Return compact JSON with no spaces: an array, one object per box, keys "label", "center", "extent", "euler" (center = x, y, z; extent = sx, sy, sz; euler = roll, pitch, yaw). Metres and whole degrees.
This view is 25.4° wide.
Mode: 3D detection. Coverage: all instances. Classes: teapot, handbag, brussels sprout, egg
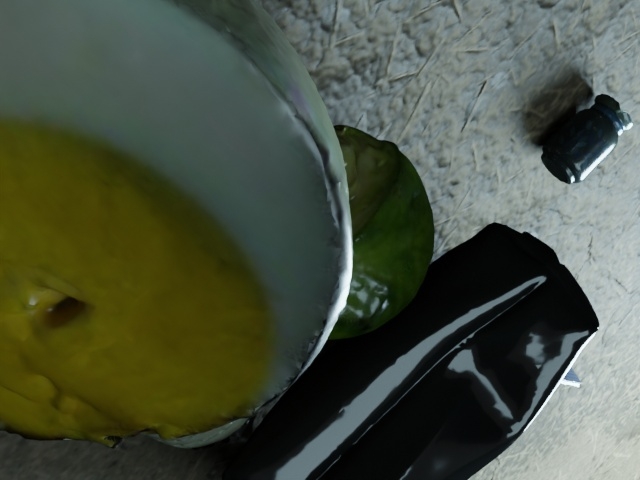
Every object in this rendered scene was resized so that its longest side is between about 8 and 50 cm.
[{"label":"teapot","center":[0.244,-0.087,1.295],"extent":[0.083,0.049,0.063],"euler":[-42,145,-9]},{"label":"handbag","center":[0.054,0.145,1.195],"extent":[0.342,0.152,0.288],"euler":[-40,179,-9]},{"label":"brussels sprout","center":[0.001,0.006,1.050],"extent":[0.183,0.131,0.145],"euler":[-35,138,-23]},{"label":"egg","center":[-0.129,-0.056,0.764],"extent":[0.201,0.337,0.337],"euler":[-73,173,-49]}]

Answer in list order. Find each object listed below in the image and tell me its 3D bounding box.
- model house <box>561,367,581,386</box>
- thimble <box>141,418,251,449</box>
[{"label":"model house","center":[0.191,0.118,1.407],"extent":[0.117,0.088,0.167],"euler":[-55,145,9]},{"label":"thimble","center":[-0.101,0.096,1.053],"extent":[0.115,0.102,0.090],"euler":[-23,150,19]}]
